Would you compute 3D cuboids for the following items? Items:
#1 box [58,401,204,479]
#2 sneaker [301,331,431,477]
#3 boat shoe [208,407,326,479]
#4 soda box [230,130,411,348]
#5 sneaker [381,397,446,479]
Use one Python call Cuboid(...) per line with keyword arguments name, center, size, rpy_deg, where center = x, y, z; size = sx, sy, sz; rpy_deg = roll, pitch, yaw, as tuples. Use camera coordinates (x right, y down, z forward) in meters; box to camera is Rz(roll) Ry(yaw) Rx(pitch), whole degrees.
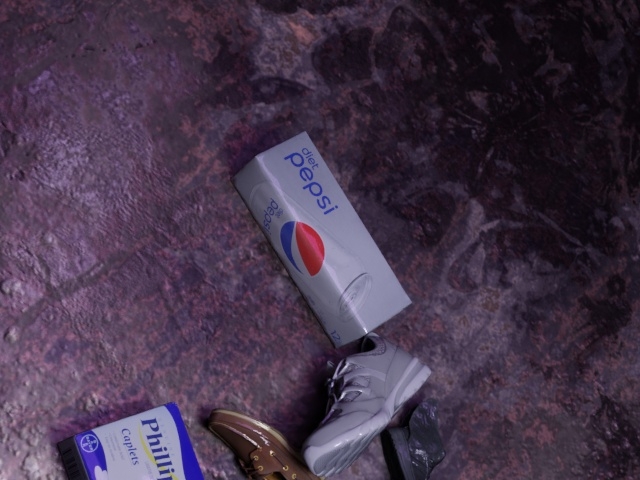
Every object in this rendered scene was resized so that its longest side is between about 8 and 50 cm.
Cuboid(name="box", center=(-0.222, 0.273, 1.358), size=(0.137, 0.072, 0.126), rpy_deg=(-16, 80, -34))
Cuboid(name="sneaker", center=(0.038, 0.213, 1.503), size=(0.115, 0.105, 0.281), rpy_deg=(42, 31, 9))
Cuboid(name="boat shoe", center=(-0.071, 0.276, 1.447), size=(0.178, 0.064, 0.060), rpy_deg=(37, 58, -17))
Cuboid(name="soda box", center=(0.000, 0.000, 1.577), size=(0.098, 0.091, 0.286), rpy_deg=(-30, 87, -34))
Cuboid(name="sneaker", center=(0.139, 0.306, 1.562), size=(0.089, 0.051, 0.170), rpy_deg=(-5, 71, -26))
